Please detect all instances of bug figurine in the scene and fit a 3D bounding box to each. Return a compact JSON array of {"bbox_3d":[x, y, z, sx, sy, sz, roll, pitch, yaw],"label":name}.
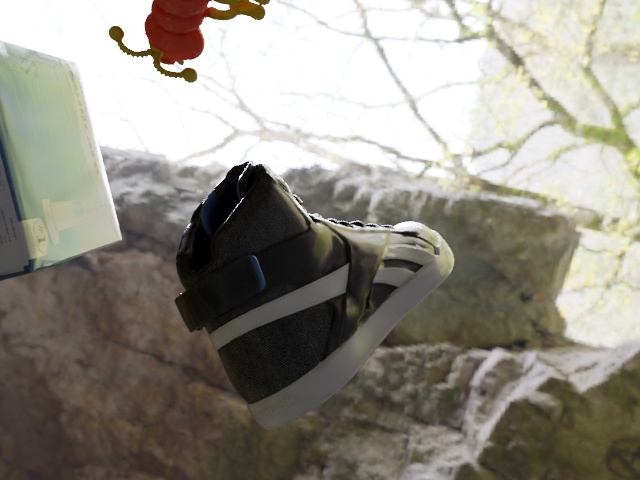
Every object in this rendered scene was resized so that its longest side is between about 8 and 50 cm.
[{"bbox_3d":[-0.160,-0.222,0.566,0.072,0.279,0.216,-56,-11,-40],"label":"bug figurine"}]

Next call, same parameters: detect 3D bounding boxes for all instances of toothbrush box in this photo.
[{"bbox_3d":[-0.317,-0.075,0.953,0.295,0.126,0.216,-57,-46,-82],"label":"toothbrush box"}]

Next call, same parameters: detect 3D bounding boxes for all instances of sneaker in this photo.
[{"bbox_3d":[0.000,0.000,0.533,0.121,0.079,0.217,57,-149,-5],"label":"sneaker"}]
